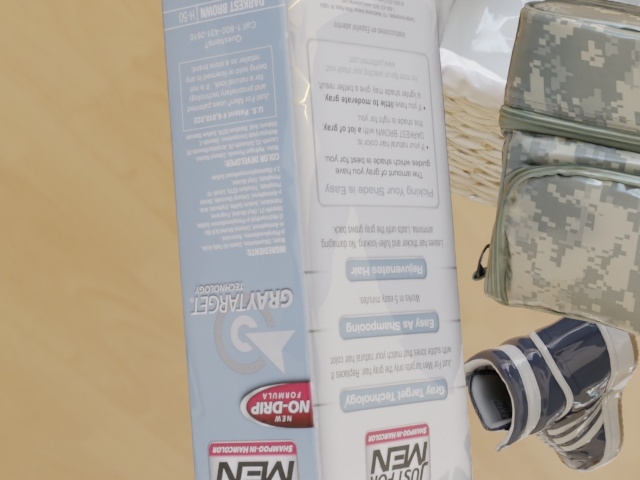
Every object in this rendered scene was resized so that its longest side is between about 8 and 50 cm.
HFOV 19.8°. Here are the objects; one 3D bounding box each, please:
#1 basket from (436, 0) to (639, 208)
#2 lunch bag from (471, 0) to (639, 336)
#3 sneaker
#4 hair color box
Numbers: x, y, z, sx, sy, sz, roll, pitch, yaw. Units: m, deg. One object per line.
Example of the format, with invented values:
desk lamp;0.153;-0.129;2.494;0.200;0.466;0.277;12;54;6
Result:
basket;0.233;-0.206;1.827;0.266;0.331;0.328;101;9;-64
lunch bag;0.287;-0.041;1.436;0.212;0.305;0.256;-25;126;-69
sneaker;0.210;0.162;1.762;0.153;0.099;0.282;-25;150;-13
hair color box;0.000;0.000;1.268;0.185;0.114;0.374;-1;85;-53
